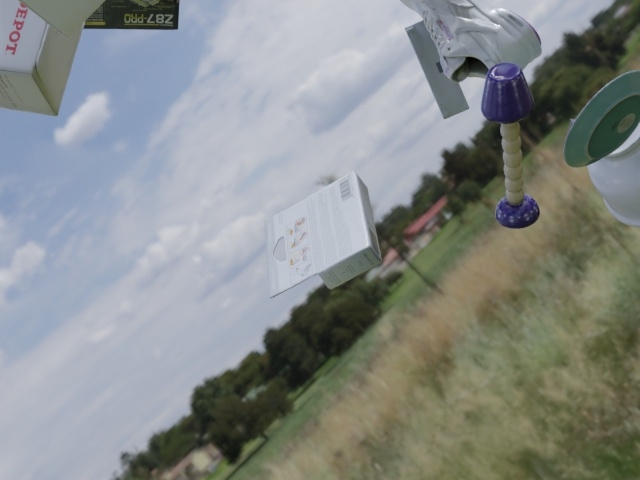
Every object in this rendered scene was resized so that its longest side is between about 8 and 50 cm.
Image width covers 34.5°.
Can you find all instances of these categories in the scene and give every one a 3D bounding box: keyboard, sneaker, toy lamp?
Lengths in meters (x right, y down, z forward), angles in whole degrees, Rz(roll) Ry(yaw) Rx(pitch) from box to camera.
[{"bbox_3d":[0.297,-0.438,2.620,0.072,0.256,0.014,-24,11,7],"label":"keyboard"},{"bbox_3d":[0.234,-0.373,1.814,0.152,0.305,0.114,-49,-29,-6],"label":"sneaker"},{"bbox_3d":[0.284,-0.139,1.532,0.080,0.080,0.275,-41,-43,-28],"label":"toy lamp"}]

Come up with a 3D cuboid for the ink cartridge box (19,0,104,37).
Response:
[{"bbox_3d":[-0.315,-0.411,1.391,0.172,0.100,0.237,-38,34,22],"label":"ink cartridge box"}]

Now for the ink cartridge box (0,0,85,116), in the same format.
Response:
[{"bbox_3d":[-0.610,-0.390,1.731,0.166,0.394,0.286,86,-166,-70],"label":"ink cartridge box"}]

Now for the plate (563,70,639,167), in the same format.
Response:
[{"bbox_3d":[0.469,-0.188,1.656,0.188,0.024,0.188,-27,-36,-22],"label":"plate"}]

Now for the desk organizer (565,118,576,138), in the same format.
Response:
[{"bbox_3d":[0.613,-0.236,2.401,0.130,0.047,0.050,-90,10,-64],"label":"desk organizer"}]

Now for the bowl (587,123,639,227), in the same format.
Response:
[{"bbox_3d":[0.572,-0.183,1.807,0.298,0.134,0.298,-38,37,36],"label":"bowl"}]

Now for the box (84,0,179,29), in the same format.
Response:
[{"bbox_3d":[-0.481,-0.585,2.101,0.394,0.097,0.318,-2,-47,-12],"label":"box"}]

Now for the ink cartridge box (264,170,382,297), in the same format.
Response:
[{"bbox_3d":[0.000,0.000,2.185,0.238,0.060,0.275,-29,35,16],"label":"ink cartridge box"}]
